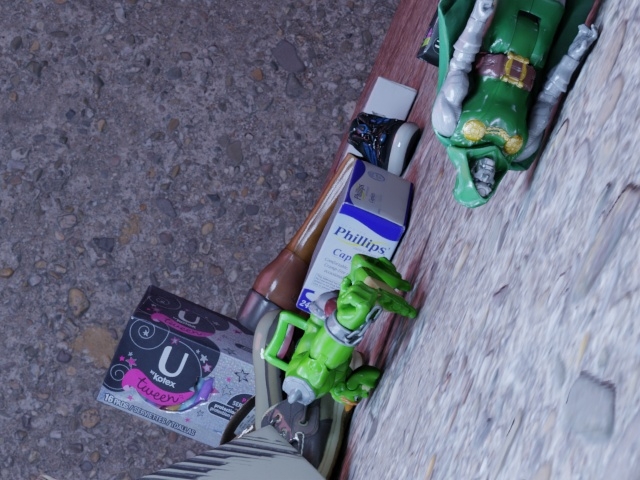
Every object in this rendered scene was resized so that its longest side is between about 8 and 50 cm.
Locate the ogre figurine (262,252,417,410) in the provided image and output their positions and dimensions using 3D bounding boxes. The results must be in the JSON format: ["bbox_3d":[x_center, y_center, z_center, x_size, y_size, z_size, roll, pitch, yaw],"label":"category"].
[{"bbox_3d":[0.018,0.074,1.123,0.118,0.097,0.197,-54,17,11],"label":"ogre figurine"}]

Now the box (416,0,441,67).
[{"bbox_3d":[0.124,-0.151,1.041,0.062,0.083,0.052,-128,62,-86],"label":"box"}]

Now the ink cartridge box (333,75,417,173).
[{"bbox_3d":[0.079,-0.157,1.949,0.109,0.063,0.150,-169,102,-87],"label":"ink cartridge box"}]

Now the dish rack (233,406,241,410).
[{"bbox_3d":[-0.104,0.307,1.681,0.271,0.074,0.208,144,148,-80],"label":"dish rack"}]

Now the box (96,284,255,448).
[{"bbox_3d":[-0.165,0.186,1.895,0.163,0.247,0.142,-82,14,-76],"label":"box"}]

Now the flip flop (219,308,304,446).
[{"bbox_3d":[-0.063,0.189,1.321,0.112,0.080,0.277,-68,-18,-57],"label":"flip flop"}]

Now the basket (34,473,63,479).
[{"bbox_3d":[-0.393,0.590,2.086,0.266,0.331,0.328,-74,8,-79],"label":"basket"}]

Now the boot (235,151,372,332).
[{"bbox_3d":[0.000,0.000,1.875,0.280,0.096,0.264,-58,-18,5],"label":"boot"}]

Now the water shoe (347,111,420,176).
[{"bbox_3d":[0.071,-0.123,1.694,0.203,0.080,0.073,-166,99,-87],"label":"water shoe"}]

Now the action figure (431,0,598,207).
[{"bbox_3d":[0.123,-0.132,0.847,0.063,0.137,0.232,-178,103,-73],"label":"action figure"}]

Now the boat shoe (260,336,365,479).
[{"bbox_3d":[-0.018,0.171,1.184,0.223,0.073,0.080,-69,2,-50],"label":"boat shoe"}]

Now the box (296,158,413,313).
[{"bbox_3d":[0.038,0.003,1.441,0.126,0.072,0.137,-73,6,-64],"label":"box"}]

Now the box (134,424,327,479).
[{"bbox_3d":[-0.116,0.236,0.979,0.275,0.094,0.113,-14,-41,-50],"label":"box"}]
